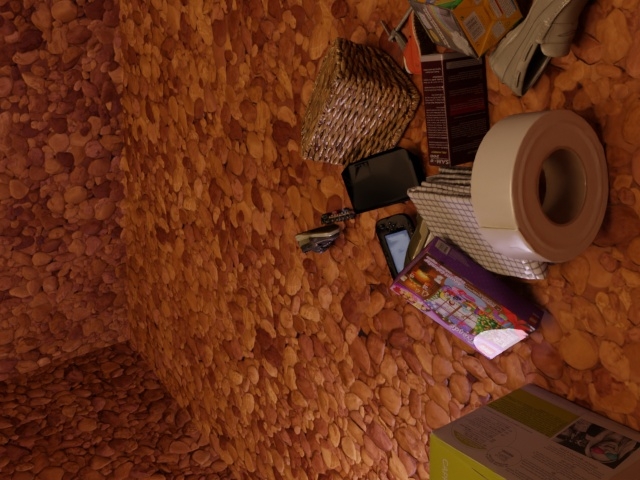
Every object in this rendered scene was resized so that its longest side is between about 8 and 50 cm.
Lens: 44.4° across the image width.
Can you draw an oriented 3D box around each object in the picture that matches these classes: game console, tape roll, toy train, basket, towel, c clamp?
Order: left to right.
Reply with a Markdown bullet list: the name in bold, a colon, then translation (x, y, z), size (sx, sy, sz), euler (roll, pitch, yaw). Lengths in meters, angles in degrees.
- **toy train**: translation (0.048, -0.070, 2.247), size (0.158, 0.027, 0.036), euler (-10, 84, 57)
- **basket**: translation (0.095, -0.345, 2.003), size (0.299, 0.223, 0.213), euler (116, 161, -45)
- **game console**: translation (0.196, -0.048, 1.983), size (0.213, 0.044, 0.361), euler (-15, 99, 38)
- **c clamp**: translation (0.206, -0.506, 1.836), size (0.161, 0.022, 0.137), euler (-42, 70, 53)
- **towel**: translation (0.353, -0.044, 1.670), size (0.284, 0.121, 0.235), euler (10, 141, 55)
- **tape roll**: translation (0.414, -0.100, 1.471), size (0.100, 0.286, 0.286), euler (6, 108, 54)

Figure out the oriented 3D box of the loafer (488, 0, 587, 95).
- **loafer**: translation (0.439, -0.398, 1.478), size (0.111, 0.112, 0.319), euler (58, 151, 14)

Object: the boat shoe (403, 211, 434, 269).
- **boat shoe**: translation (0.267, 0.020, 1.877), size (0.113, 0.103, 0.302), euler (-86, 8, -54)

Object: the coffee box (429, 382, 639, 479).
- **coffee box**: translation (0.455, 0.555, 1.642), size (0.338, 0.334, 0.337), euler (22, 121, 50)

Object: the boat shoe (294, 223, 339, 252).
- **boat shoe**: translation (-0.001, 0.000, 2.307), size (0.223, 0.080, 0.073), euler (-8, 103, 61)

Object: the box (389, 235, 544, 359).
- **box**: translation (0.323, 0.134, 1.765), size (0.293, 0.057, 0.201), euler (35, 147, 0)

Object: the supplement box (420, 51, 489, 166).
- **supplement box**: translation (0.295, -0.288, 1.704), size (0.073, 0.130, 0.239), euler (11, 112, 54)

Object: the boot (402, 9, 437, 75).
- **boot**: translation (0.216, -0.452, 1.795), size (0.085, 0.059, 0.157), euler (16, 126, 50)

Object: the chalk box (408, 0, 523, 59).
- **chalk box**: translation (0.279, -0.477, 1.591), size (0.132, 0.132, 0.213), euler (48, 178, -36)
